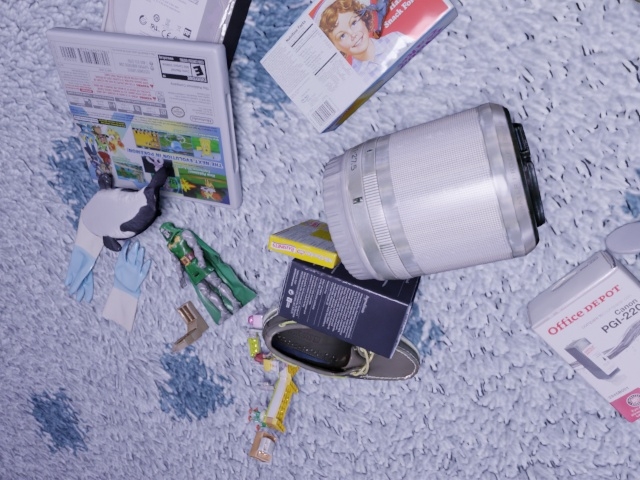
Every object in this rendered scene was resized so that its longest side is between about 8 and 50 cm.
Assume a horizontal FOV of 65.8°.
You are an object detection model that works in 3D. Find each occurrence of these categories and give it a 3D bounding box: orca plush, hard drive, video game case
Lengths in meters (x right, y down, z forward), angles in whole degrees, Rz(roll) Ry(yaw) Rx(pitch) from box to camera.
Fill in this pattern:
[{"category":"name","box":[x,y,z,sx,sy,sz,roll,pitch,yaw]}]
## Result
[{"category":"orca plush","box":[-0.360,-0.072,0.971,0.287,0.102,0.151,-30,78,40]},{"category":"hard drive","box":[-0.234,-0.427,0.832,0.237,0.064,0.338,29,113,8]},{"category":"video game case","box":[-0.307,-0.213,0.892,0.330,0.036,0.299,11,129,15]}]

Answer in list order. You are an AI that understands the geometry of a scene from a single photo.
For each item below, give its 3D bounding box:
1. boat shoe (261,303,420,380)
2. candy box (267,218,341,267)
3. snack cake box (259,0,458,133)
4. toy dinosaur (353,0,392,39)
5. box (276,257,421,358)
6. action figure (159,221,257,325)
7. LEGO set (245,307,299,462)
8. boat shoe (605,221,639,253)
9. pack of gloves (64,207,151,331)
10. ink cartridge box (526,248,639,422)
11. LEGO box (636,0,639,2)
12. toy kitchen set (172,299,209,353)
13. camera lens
[{"category":"boat shoe","box":[0.042,0.198,0.884,0.305,0.091,0.109,18,103,-9]},{"category":"candy box","box":[0.000,0.000,0.810,0.105,0.206,0.027,14,103,14]},{"category":"snack cake box","box":[0.055,-0.309,0.757,0.264,0.089,0.152,-39,90,25]},{"category":"toy dinosaur","box":[0.087,-0.321,0.673,0.090,0.047,0.082,-13,120,11]},{"category":"box","box":[0.055,0.089,0.851,0.207,0.153,0.108,21,113,12]},{"category":"action figure","box":[-0.246,0.057,0.996,0.137,0.063,0.232,-39,88,28]},{"category":"LEGO set","box":[-0.116,0.276,0.981,0.107,0.132,0.286,2,85,24]},{"category":"boat shoe","box":[0.502,-0.007,0.728,0.142,0.049,0.040,-20,138,28]},{"category":"pack of gloves","box":[-0.482,0.075,1.087,0.195,0.046,0.231,29,114,9]},{"category":"ink cartridge box","box":[0.459,0.146,0.767,0.218,0.092,0.158,45,115,3]},{"category":"LEGO box","box":[0.441,-0.442,0.489,0.501,0.193,0.372,25,115,1]},{"category":"toy kitchen set","box":[-0.297,0.186,1.038,0.068,0.083,0.075,-32,95,24]},{"category":"camera lens","box":[0.168,-0.062,0.726,0.275,0.219,0.219,-14,102,22]}]
